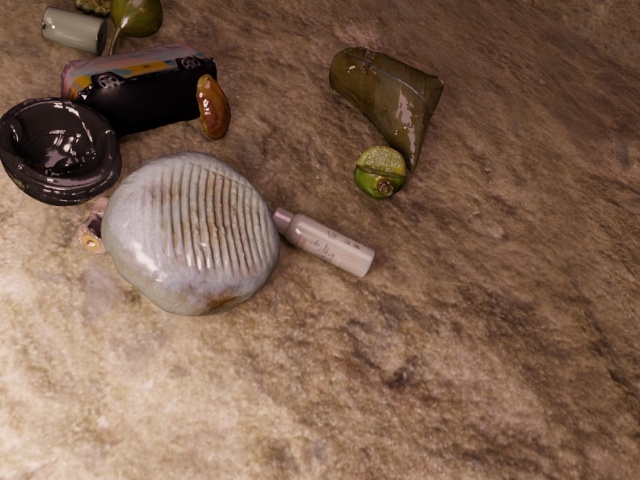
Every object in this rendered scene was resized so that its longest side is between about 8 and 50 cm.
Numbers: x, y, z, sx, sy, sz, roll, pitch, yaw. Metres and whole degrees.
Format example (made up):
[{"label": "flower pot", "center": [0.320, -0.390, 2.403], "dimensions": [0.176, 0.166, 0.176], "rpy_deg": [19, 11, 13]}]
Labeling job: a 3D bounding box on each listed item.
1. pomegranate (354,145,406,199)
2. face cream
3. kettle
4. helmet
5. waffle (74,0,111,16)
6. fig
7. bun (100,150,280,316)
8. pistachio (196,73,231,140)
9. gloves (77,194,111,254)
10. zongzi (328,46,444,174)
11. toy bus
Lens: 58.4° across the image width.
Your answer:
[{"label": "pomegranate", "center": [0.162, -0.167, 1.564], "dimensions": [0.143, 0.122, 0.169], "rpy_deg": [7, 52, -13]}, {"label": "face cream", "center": [0.000, 0.000, 1.399], "dimensions": [0.269, 0.082, 0.082], "rpy_deg": [26, 49, -2]}, {"label": "kettle", "center": [-0.659, -0.575, 1.547], "dimensions": [0.148, 0.098, 0.126], "rpy_deg": [13, 56, -9]}, {"label": "helmet", "center": [-0.556, -0.167, 1.236], "dimensions": [0.231, 0.160, 0.278], "rpy_deg": [-30, 77, -34]}, {"label": "waffle", "center": [-0.650, -0.729, 1.706], "dimensions": [0.169, 0.036, 0.183], "rpy_deg": [-3, 57, -27]}, {"label": "fig", "center": [-0.551, -0.607, 1.603], "dimensions": [0.151, 0.151, 0.259], "rpy_deg": [31, 63, 1]}, {"label": "bun", "center": [-0.264, -0.006, 1.190], "dimensions": [0.362, 0.211, 0.361], "rpy_deg": [15, 57, -25]}, {"label": "pistachio", "center": [-0.270, -0.345, 1.494], "dimensions": [0.049, 0.172, 0.090], "rpy_deg": [15, 34, 35]}, {"label": "gloves", "center": [-0.454, -0.030, 1.220], "dimensions": [0.110, 0.094, 0.144], "rpy_deg": [49, 32, 5]}, {"label": "zongzi", "center": [0.167, -0.401, 1.723], "dimensions": [0.356, 0.174, 0.392], "rpy_deg": [22, 55, -1]}, {"label": "toy bus", "center": [-0.464, -0.380, 1.444], "dimensions": [0.386, 0.171, 0.162], "rpy_deg": [-27, 54, -38]}]
